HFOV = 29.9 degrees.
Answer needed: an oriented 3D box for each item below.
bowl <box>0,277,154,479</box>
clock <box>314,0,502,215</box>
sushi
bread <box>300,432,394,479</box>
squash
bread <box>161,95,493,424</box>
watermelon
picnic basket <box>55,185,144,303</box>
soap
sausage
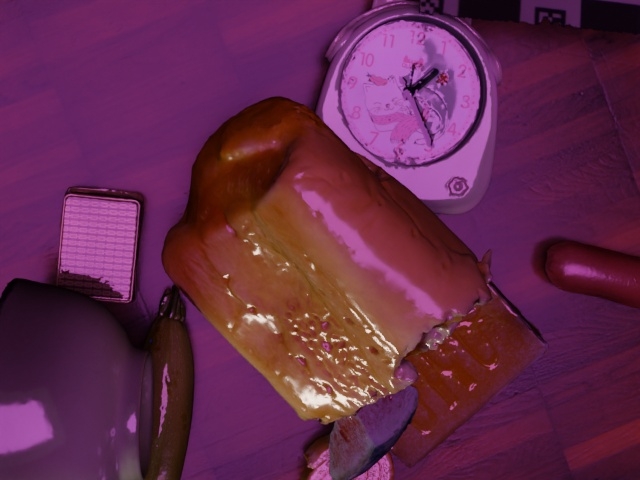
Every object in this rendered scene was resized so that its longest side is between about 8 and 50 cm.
[{"bbox_3d":[-0.321,0.227,1.581,0.185,0.354,0.353,2,94,-2],"label":"bowl"},{"bbox_3d":[0.126,-0.205,1.713,0.265,0.108,0.324,10,93,-4],"label":"clock"},{"bbox_3d":[0.319,-0.417,1.722,0.373,0.100,0.296,4,74,-4],"label":"sushi"},{"bbox_3d":[0.034,0.343,1.770,0.149,0.073,0.122,-36,91,-4],"label":"bread"},{"bbox_3d":[-0.227,0.231,1.724,0.094,0.094,0.341,7,93,-6],"label":"squash"},{"bbox_3d":[0.000,0.000,1.566,0.394,0.361,0.250,47,46,-5],"label":"bread"},{"bbox_3d":[0.062,0.274,1.691,0.094,0.081,0.180,25,98,20],"label":"watermelon"},{"bbox_3d":[-0.314,0.009,1.705,0.115,0.079,0.164,6,94,-5],"label":"picnic basket"},{"bbox_3d":[0.172,0.178,1.737,0.274,0.089,0.173,-43,103,9],"label":"soap"},{"bbox_3d":[0.423,0.051,1.777,0.194,0.077,0.077,13,93,-6],"label":"sausage"}]
